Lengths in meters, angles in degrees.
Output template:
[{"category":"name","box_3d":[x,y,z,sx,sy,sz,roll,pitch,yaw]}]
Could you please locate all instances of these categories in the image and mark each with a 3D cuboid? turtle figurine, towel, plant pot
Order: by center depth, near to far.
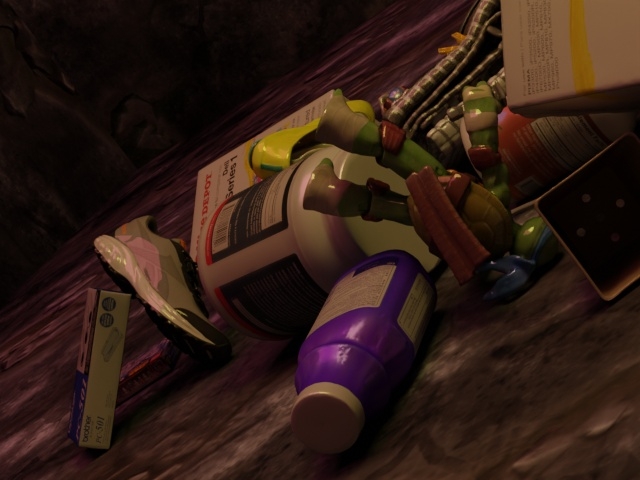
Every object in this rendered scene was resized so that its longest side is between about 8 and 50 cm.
[{"category":"plant pot","box_3d":[0.259,-0.021,1.388,0.109,0.109,0.096,-37,0,0]},{"category":"turtle figurine","box_3d":[0.134,-0.075,1.609,0.198,0.266,0.275,85,-155,-69]},{"category":"towel","box_3d":[0.180,-0.185,1.976,0.235,0.121,0.284,-43,-7,-6]}]

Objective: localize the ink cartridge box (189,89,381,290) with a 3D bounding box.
[{"category":"ink cartridge box","box_3d":[-0.048,-0.050,2.142,0.278,0.117,0.201,-28,44,36]}]

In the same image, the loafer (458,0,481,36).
[{"category":"loafer","box_3d":[0.325,-0.376,2.392,0.267,0.096,0.084,-42,20,-14]}]

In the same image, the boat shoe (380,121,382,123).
[{"category":"boat shoe","box_3d":[0.042,-0.088,2.288,0.267,0.096,0.088,-45,16,3]}]

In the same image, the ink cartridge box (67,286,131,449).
[{"category":"ink cartridge box","box_3d":[-0.297,0.169,2.067,0.097,0.046,0.207,-178,96,-72]}]

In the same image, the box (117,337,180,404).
[{"category":"box","box_3d":[-0.266,0.194,2.234,0.137,0.027,0.094,-34,11,16]}]

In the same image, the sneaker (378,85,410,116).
[{"category":"sneaker","box_3d":[0.142,-0.203,2.439,0.069,0.084,0.185,-40,12,-16]}]

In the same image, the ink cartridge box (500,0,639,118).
[{"category":"ink cartridge box","box_3d":[0.361,-0.207,1.360,0.279,0.160,0.384,-4,1,-20]}]

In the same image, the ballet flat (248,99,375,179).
[{"category":"ballet flat","box_3d":[0.011,-0.121,1.962,0.077,0.077,0.231,14,27,42]}]

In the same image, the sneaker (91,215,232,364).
[{"category":"sneaker","box_3d":[-0.200,0.060,2.078,0.108,0.271,0.100,-38,-32,-12]}]

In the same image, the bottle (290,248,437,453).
[{"category":"bottle","box_3d":[0.038,0.109,1.529,0.118,0.092,0.283,-32,13,25]}]

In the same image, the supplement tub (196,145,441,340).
[{"category":"supplement tub","box_3d":[0.000,0.000,1.816,0.272,0.191,0.191,-24,18,47]}]

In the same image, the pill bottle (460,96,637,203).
[{"category":"pill bottle","box_3d":[0.275,-0.142,1.739,0.216,0.121,0.121,-32,13,23]}]

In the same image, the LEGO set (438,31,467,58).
[{"category":"LEGO set","box_3d":[0.250,-0.244,2.280,0.132,0.107,0.287,6,36,24]}]
